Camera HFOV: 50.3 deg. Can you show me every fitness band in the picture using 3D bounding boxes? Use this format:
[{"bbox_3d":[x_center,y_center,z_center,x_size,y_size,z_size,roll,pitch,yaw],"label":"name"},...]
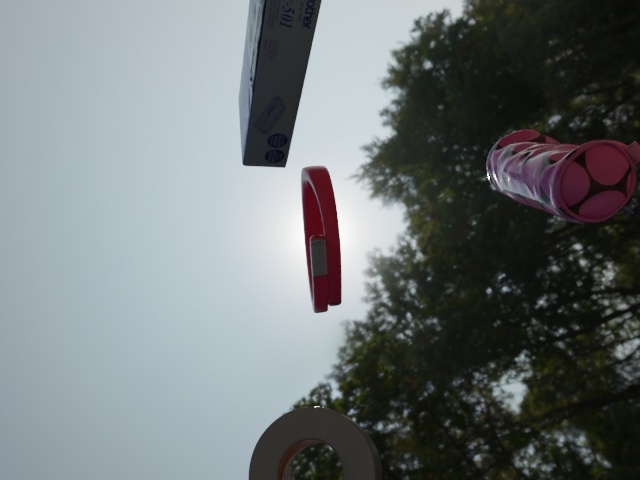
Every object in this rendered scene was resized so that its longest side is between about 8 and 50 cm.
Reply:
[{"bbox_3d":[0.000,0.000,1.276,0.054,0.291,0.209,-5,-142,-5],"label":"fitness band"}]

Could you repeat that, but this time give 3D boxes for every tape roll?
[{"bbox_3d":[-0.008,0.397,1.154,0.072,0.219,0.219,54,-163,-64],"label":"tape roll"}]

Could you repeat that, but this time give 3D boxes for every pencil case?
[{"bbox_3d":[0.262,-0.078,0.754,0.095,0.098,0.209,43,-176,-15],"label":"pencil case"}]

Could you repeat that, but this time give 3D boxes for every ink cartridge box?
[{"bbox_3d":[-0.040,-0.168,0.601,0.046,0.207,0.097,0,-125,-12],"label":"ink cartridge box"}]
